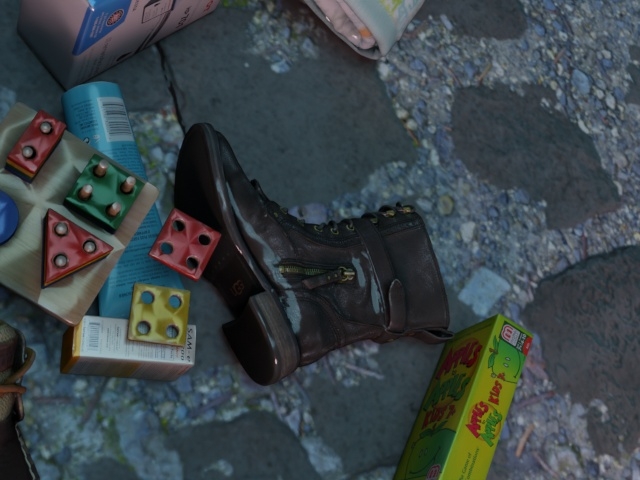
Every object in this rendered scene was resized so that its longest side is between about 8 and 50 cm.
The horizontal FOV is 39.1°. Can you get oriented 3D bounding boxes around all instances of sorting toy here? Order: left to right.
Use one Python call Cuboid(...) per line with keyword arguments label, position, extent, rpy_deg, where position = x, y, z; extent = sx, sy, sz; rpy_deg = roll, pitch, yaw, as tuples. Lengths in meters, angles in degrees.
Cuboid(label="sorting toy", position=(-0.200, -0.021, 0.690), extent=(0.274, 0.046, 0.132), rpy_deg=(33, 65, -13))

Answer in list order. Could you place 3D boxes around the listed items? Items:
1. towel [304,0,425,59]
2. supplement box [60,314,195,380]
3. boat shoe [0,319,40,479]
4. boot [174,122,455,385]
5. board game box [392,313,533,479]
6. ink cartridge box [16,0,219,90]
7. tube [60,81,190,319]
Cuboid(label="towel", position=(0.034, -0.420, 0.896), extent=(0.374, 0.090, 0.320), rpy_deg=(44, 76, -35))
Cuboid(label="supplement box", position=(-0.158, 0.089, 0.739), extent=(0.098, 0.062, 0.036), rpy_deg=(8, 66, -23))
Cuboid(label="boat shoe", position=(-0.265, 0.097, 0.623), extent=(0.342, 0.123, 0.123), rpy_deg=(59, 15, 4))
Cuboid(label="boot", position=(0.000, 0.000, 0.845), extent=(0.229, 0.091, 0.263), rpy_deg=(-17, 83, -35))
Cuboid(label="board game box", position=(0.128, 0.163, 0.829), extent=(0.043, 0.092, 0.181), rpy_deg=(32, 61, -10))
Cuboid(label="ink cartridge box", position=(-0.166, -0.237, 0.812), extent=(0.191, 0.139, 0.082), rpy_deg=(-37, 88, -31))
Cuboid(label="tube", position=(-0.177, -0.034, 0.788), extent=(0.080, 0.052, 0.207), rpy_deg=(-12, 82, -24))
